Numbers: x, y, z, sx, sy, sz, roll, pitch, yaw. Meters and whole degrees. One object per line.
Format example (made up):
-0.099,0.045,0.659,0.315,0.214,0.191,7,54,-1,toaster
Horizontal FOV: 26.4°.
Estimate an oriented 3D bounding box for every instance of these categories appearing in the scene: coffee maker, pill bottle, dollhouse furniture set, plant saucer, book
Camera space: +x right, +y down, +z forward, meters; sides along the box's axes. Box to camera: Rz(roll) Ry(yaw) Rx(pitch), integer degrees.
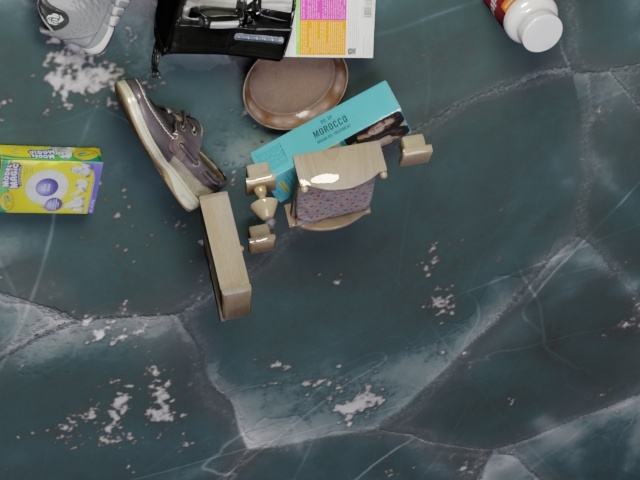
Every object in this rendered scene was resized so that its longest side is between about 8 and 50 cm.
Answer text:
-0.141,-0.314,1.958,0.178,0.120,0.171,3,153,-23,coffee maker
0.305,-0.353,2.063,0.086,0.152,0.086,-12,133,-13,pill bottle
0.000,0.000,2.162,0.356,0.173,0.303,-11,159,-9,dollhouse furniture set
-0.041,-0.246,2.106,0.169,0.029,0.168,-12,135,-13,plant saucer
0.011,-0.321,2.033,0.144,0.035,0.096,-2,102,-21,book

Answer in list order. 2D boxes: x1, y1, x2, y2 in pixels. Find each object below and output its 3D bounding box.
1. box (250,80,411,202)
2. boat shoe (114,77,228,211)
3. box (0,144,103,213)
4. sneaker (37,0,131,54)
0.018,-0.155,2.169,0.244,0.060,0.100,-28,158,5,box
-0.222,-0.155,2.069,0.092,0.103,0.285,-30,139,-2,boat shoe
-0.428,-0.093,2.077,0.179,0.043,0.105,1,129,-21,box
-0.320,-0.358,1.850,0.132,0.086,0.228,12,126,-28,sneaker
